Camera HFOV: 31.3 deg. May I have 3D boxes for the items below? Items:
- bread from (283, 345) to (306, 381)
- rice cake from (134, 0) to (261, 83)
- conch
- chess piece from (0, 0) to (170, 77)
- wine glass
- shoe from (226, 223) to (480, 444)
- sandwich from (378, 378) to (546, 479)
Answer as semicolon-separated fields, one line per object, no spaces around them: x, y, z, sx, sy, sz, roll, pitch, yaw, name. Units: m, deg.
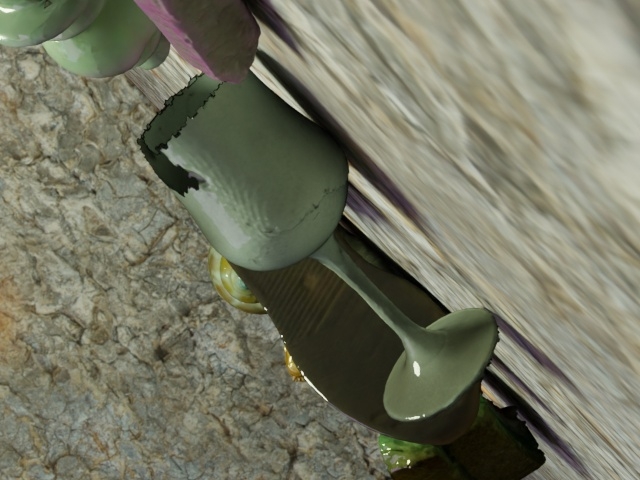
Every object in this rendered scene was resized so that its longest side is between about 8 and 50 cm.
-0.002;0.058;1.003;0.053;0.074;0.132;9;-109;-77;bread
-0.061;-0.105;0.361;0.047;0.036;0.206;55;-179;19;rice cake
-0.045;0.015;1.106;0.173;0.106;0.116;2;-117;-41;conch
-0.150;-0.137;0.554;0.139;0.139;0.272;44;-172;26;chess piece
0.000;0.000;0.558;0.195;0.079;0.079;45;178;-20;wine glass
0.026;0.056;0.851;0.275;0.103;0.098;51;-177;40;shoe
0.100;0.134;0.948;0.160;0.109;0.185;67;-170;27;sandwich
